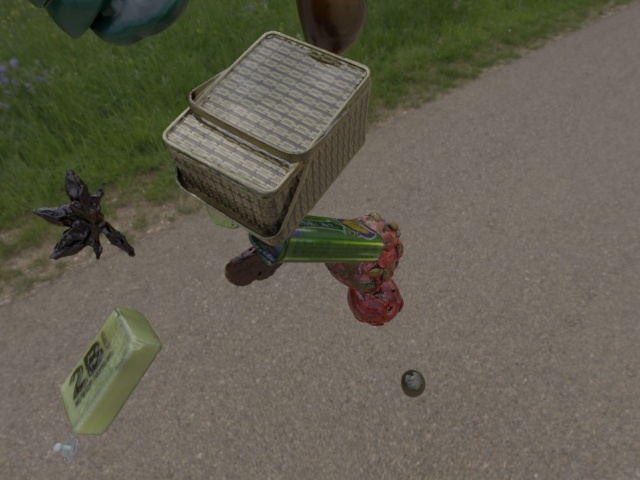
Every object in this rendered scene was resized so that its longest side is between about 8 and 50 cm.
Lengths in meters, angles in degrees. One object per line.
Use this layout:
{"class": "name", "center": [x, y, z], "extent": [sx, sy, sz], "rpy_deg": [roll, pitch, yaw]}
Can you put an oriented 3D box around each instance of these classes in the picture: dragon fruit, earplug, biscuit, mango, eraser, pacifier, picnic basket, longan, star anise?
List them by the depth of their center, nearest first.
{"class": "eraser", "center": [-0.341, 0.206, 0.681], "extent": [0.117, 0.058, 0.172], "rpy_deg": [34, 89, 44]}
{"class": "picnic basket", "center": [-0.079, -0.178, 0.712], "extent": [0.228, 0.175, 0.312], "rpy_deg": [30, 67, 17]}
{"class": "earplug", "center": [-0.393, -0.464, 0.745], "extent": [0.280, 0.257, 0.163], "rpy_deg": [14, 66, -39]}
{"class": "mango", "center": [0.022, -0.446, 0.796], "extent": [0.133, 0.267, 0.111], "rpy_deg": [6, 81, 5]}
{"class": "star anise", "center": [-0.465, -0.030, 0.814], "extent": [0.054, 0.212, 0.157], "rpy_deg": [6, 30, 37]}
{"class": "biscuit", "center": [-0.192, 0.070, 1.239], "extent": [0.192, 0.192, 0.049], "rpy_deg": [-22, 62, -18]}
{"class": "pacifier", "center": [-0.873, 0.714, 1.437], "extent": [0.099, 0.078, 0.081], "rpy_deg": [-3, 64, 39]}
{"class": "dragon fruit", "center": [0.191, 0.018, 1.577], "extent": [0.314, 0.263, 0.296], "rpy_deg": [32, 44, -5]}
{"class": "longan", "center": [0.361, 0.565, 1.665], "extent": [0.106, 0.106, 0.119], "rpy_deg": [-36, 7, -29]}
{"class": "dragon fruit", "center": [0.228, 0.248, 1.809], "extent": [0.241, 0.240, 0.252], "rpy_deg": [-7, 27, -2]}

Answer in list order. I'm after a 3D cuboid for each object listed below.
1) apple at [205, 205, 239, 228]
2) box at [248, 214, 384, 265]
{"class": "apple", "center": [-0.336, -0.183, 1.521], "extent": [0.193, 0.264, 0.120], "rpy_deg": [19, 27, 31]}
{"class": "box", "center": [0.000, 0.000, 1.002], "extent": [0.346, 0.097, 0.134], "rpy_deg": [3, 28, -48]}
